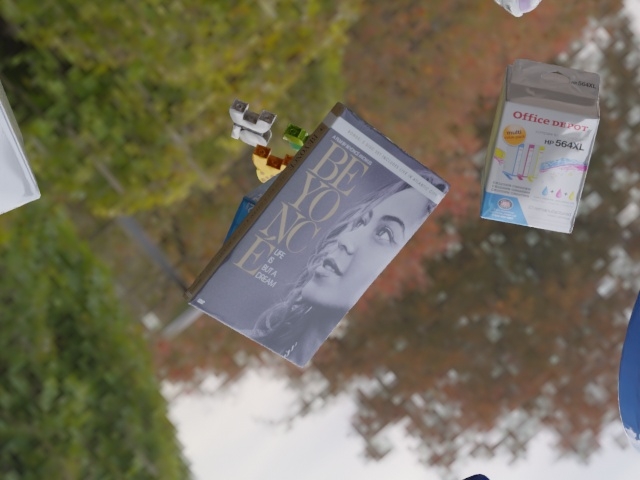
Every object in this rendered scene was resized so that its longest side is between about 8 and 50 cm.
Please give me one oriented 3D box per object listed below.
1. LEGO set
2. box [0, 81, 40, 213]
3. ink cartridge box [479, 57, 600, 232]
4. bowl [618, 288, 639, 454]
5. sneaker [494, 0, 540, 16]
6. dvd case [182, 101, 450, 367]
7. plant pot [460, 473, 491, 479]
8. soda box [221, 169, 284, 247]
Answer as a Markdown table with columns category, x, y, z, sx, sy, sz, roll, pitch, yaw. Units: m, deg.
| category | x | y | z | sx | sy | sz | roll | pitch | yaw |
| --- | --- | --- | --- | --- | --- | --- | --- | --- | --- |
| LEGO set | -0.023 | -0.079 | 2.210 | 0.093 | 0.227 | 0.087 | 107 | 6 | -51 |
| box | -0.377 | -0.186 | 1.445 | 0.168 | 0.215 | 0.345 | -22 | 137 | -6 |
| ink cartridge box | 0.210 | -0.096 | 1.691 | 0.090 | 0.092 | 0.143 | -77 | 177 | -61 |
| bowl | 0.424 | 0.065 | 1.668 | 0.391 | 0.077 | 0.391 | -25 | 130 | -34 |
| sneaker | 0.146 | -0.317 | 1.722 | 0.114 | 0.152 | 0.305 | -57 | 163 | -10 |
| dvd case | 0.000 | 0.000 | 1.596 | 0.221 | 0.164 | 0.018 | -51 | -137 | 6 |
| plant pot | 0.047 | 0.335 | 1.240 | 0.212 | 0.236 | 0.236 | -18 | 158 | -32 |
| soda box | -0.034 | -0.018 | 1.779 | 0.067 | 0.071 | 0.210 | -66 | 174 | 16 |
